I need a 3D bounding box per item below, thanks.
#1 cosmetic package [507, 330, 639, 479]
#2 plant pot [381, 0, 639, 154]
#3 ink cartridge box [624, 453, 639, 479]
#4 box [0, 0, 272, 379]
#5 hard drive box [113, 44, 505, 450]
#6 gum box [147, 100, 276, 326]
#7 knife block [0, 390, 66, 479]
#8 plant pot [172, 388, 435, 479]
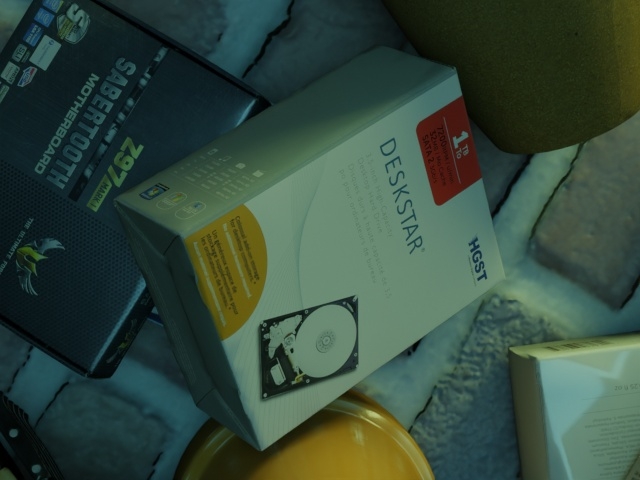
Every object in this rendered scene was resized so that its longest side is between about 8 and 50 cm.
[{"bbox_3d":[0.349,0.201,1.115,0.377,0.097,0.284,-6,91,-6],"label":"cosmetic package"},{"bbox_3d":[0.140,-0.199,1.019,0.237,0.237,0.254,-26,110,-5],"label":"plant pot"},{"bbox_3d":[0.337,0.108,0.961,0.117,0.201,0.278,32,88,-7],"label":"ink cartridge box"},{"bbox_3d":[-0.170,-0.046,1.029,0.183,0.059,0.232,32,91,11],"label":"box"},{"bbox_3d":[0.000,0.000,0.997,0.232,0.089,0.181,-34,124,-24],"label":"hard drive box"},{"bbox_3d":[-0.060,-0.012,1.081,0.157,0.041,0.184,26,90,-8],"label":"gum box"},{"bbox_3d":[-0.231,0.237,1.000,0.242,0.088,0.275,3,71,7],"label":"knife block"},{"bbox_3d":[-0.003,0.214,1.026,0.205,0.188,0.205,0,93,-7],"label":"plant pot"}]
